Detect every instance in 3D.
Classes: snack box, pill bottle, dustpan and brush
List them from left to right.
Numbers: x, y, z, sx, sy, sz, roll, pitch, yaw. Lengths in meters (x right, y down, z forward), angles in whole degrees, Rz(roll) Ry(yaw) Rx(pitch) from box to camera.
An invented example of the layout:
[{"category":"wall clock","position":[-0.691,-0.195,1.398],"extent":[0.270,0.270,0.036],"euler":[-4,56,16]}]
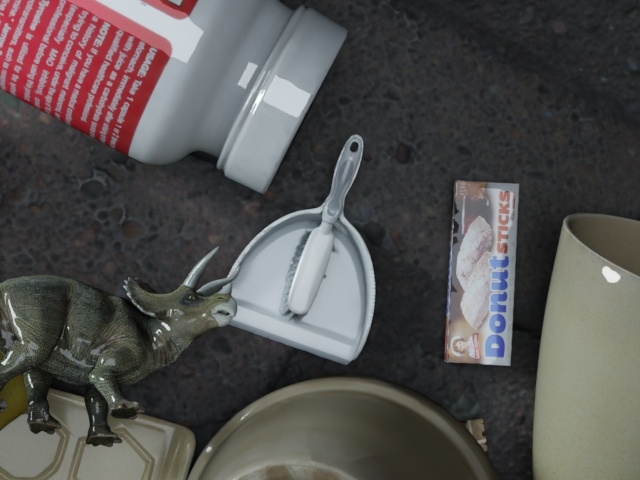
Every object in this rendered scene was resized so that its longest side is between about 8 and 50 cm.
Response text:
[{"category":"pill bottle","position":[-0.191,-0.212,1.786],"extent":[0.407,0.229,0.229],"euler":[28,87,-1]},{"category":"dustpan and brush","position":[0.000,0.000,1.870],"extent":[0.147,0.060,0.211],"euler":[19,87,-2]},{"category":"snack box","position":[0.157,0.032,1.896],"extent":[0.064,0.022,0.178],"euler":[3,87,-4]}]

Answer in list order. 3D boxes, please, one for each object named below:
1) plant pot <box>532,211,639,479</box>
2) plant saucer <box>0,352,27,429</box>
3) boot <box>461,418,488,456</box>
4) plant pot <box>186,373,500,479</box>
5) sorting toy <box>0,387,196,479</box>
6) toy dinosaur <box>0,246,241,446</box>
[{"category":"plant pot","position":[0.300,0.148,1.806],"extent":[0.256,0.256,0.274],"euler":[19,105,-2]},{"category":"plant saucer","position":[-0.486,0.117,1.796],"extent":[0.332,0.081,0.333],"euler":[-37,96,6]},{"category":"boot","position":[0.125,0.255,1.873],"extent":[0.084,0.059,0.158],"euler":[-7,81,2]},{"category":"plant pot","position":[0.001,0.283,1.723],"extent":[0.323,0.280,0.323],"euler":[0,87,10]},{"category":"sorting toy","position":[-0.240,0.207,1.866],"extent":[0.229,0.041,0.307],"euler":[16,85,1]},{"category":"toy dinosaur","position":[-0.236,0.093,1.798],"extent":[0.313,0.121,0.160],"euler":[5,61,-6]}]
